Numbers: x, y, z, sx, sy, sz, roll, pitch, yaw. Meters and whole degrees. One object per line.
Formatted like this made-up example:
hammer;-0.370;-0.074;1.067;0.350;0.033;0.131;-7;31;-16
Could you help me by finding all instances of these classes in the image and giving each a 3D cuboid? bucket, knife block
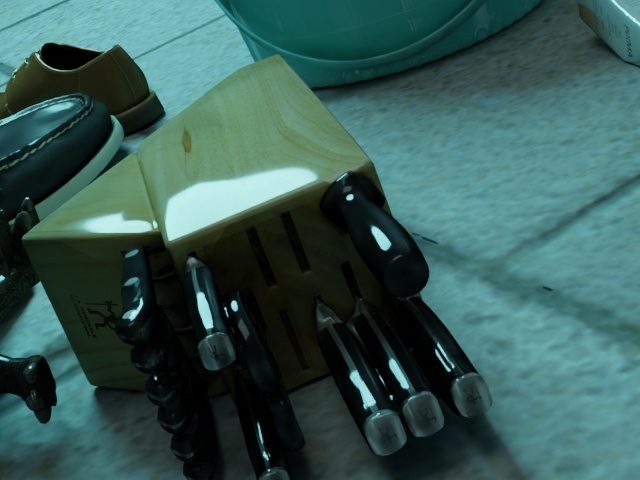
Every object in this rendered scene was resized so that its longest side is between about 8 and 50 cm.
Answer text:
bucket;0.035;-0.244;0.977;0.281;0.183;0.281;-18;24;8
knife block;0.000;0.000;0.600;0.242;0.088;0.275;-1;30;36

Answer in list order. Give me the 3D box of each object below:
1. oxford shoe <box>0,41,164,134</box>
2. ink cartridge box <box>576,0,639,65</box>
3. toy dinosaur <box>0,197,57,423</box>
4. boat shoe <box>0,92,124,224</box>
oxford shoe;-0.219;-0.121;1.055;0.212;0.076;0.076;-5;30;35
ink cartridge box;0.251;-0.133;0.767;0.145;0.045;0.179;-22;42;-4
toy dinosaur;-0.211;0.038;0.651;0.160;0.121;0.313;-13;27;1
boat shoe;-0.285;-0.036;0.872;0.340;0.113;0.127;-32;26;-25
